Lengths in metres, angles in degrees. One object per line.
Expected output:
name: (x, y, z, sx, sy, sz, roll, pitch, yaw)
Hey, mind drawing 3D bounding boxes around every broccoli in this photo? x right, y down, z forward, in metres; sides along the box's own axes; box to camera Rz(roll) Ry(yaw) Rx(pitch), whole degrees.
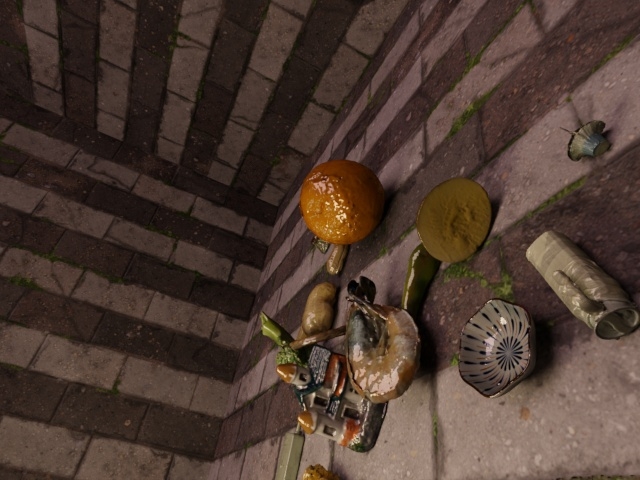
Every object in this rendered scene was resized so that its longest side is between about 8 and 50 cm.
broccoli: (-0.118, 0.439, 1.541, 0.186, 0.302, 0.254, -63, 19, 1)

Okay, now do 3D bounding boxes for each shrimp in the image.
shrimp: (0.150, 0.240, 1.116, 0.221, 0.110, 0.446, -41, 27, 16)

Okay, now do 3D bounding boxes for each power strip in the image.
power strip: (-0.112, 0.806, 1.481, 0.093, 0.053, 0.288, -42, 32, 58)

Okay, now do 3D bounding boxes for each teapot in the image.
teapot: (0.413, 0.062, 0.661, 0.077, 0.107, 0.200, -56, 20, 26)

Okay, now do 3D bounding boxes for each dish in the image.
dish: (0.346, 0.207, 0.763, 0.191, 0.066, 0.191, -58, 17, 29)

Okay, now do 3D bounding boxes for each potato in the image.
potato: (0.323, -0.056, 1.041, 0.158, 0.178, 0.204, -77, -14, -83)

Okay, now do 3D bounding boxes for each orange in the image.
orange: (0.092, -0.156, 1.598, 0.293, 0.341, 0.341, -32, -12, -42)

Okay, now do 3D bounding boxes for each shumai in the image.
shumai: (-0.001, 0.001, 2.107, 0.099, 0.087, 0.124, -50, 22, 50)

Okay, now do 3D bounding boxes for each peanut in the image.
peanut: (0.076, 0.070, 1.798, 0.175, 0.080, 0.080, -68, 16, -13)
peanut: (0.002, 0.284, 1.680, 0.137, 0.122, 0.253, -21, 42, 35)

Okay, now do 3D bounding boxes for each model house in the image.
model house: (0.018, 0.421, 1.154, 0.190, 0.300, 0.272, 155, 135, -77)

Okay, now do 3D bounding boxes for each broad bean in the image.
broad bean: (0.272, 0.115, 1.120, 0.075, 0.067, 0.326, 11, 84, 45)

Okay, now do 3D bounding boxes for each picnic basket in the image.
picnic basket: (0.505, -0.194, 0.778, 0.083, 0.065, 0.083, -64, 33, 30)

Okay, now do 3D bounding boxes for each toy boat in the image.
toy boat: (-0.066, 0.407, 1.848, 0.077, 0.057, 0.201, -125, 58, -77)

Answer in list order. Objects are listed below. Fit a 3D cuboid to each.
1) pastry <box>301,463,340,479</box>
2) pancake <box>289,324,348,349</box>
pastry: (0.009, 0.723, 1.106, 0.250, 0.102, 0.154, -13, 58, 68)
pancake: (0.024, 0.312, 1.332, 0.286, 0.288, 0.033, -34, 69, 53)
